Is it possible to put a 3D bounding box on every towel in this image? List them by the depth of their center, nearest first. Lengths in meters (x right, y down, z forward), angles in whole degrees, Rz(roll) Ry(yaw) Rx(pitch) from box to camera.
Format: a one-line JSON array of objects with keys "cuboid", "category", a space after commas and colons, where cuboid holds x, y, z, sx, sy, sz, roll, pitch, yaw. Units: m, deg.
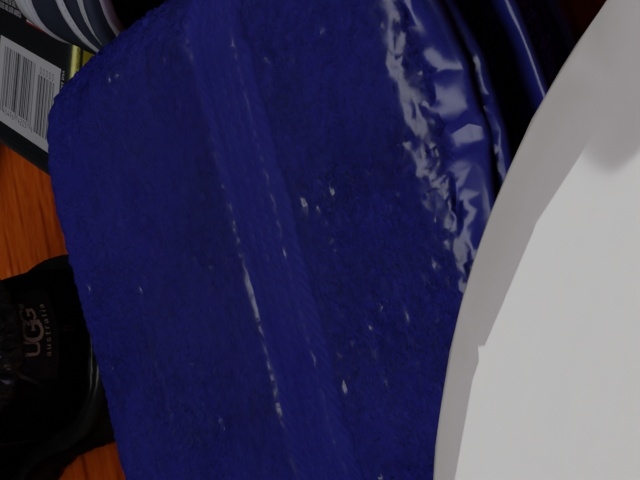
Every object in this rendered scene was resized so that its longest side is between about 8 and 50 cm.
[{"cuboid": [0.000, 0.000, 0.736, 0.308, 0.076, 0.228, -22, 80, 56], "category": "towel"}]

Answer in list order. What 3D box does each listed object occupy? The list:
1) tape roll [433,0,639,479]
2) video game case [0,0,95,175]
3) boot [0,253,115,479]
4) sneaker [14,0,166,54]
[{"cuboid": [0.164, 0.047, 0.312, 0.246, 0.169, 0.246, -9, 77, 42], "category": "tape roll"}, {"cuboid": [-0.170, -0.184, 1.081, 0.275, 0.035, 0.248, 30, 117, 57], "category": "video game case"}, {"cuboid": [-0.268, 0.083, 1.035, 0.348, 0.260, 0.131, -38, 59, 54], "category": "boot"}, {"cuboid": [-0.080, -0.212, 0.857, 0.153, 0.099, 0.282, 39, 128, 56], "category": "sneaker"}]
